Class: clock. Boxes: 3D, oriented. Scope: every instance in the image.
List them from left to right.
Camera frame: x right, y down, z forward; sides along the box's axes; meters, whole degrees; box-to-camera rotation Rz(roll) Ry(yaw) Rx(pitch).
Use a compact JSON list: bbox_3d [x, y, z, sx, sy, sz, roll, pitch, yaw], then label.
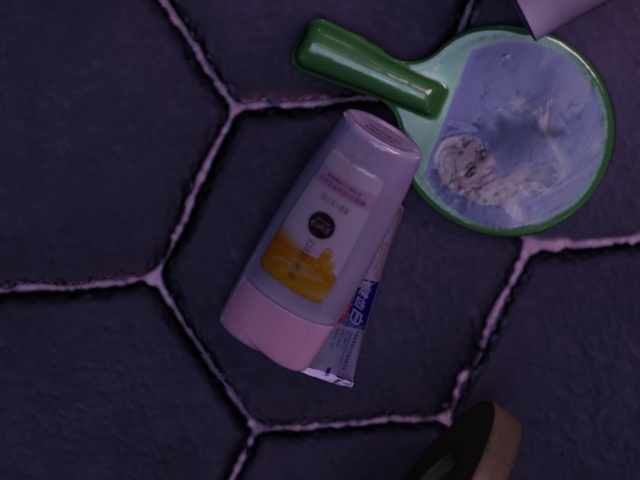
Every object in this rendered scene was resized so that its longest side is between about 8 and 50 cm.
[{"bbox_3d":[0.071,0.220,1.449,0.029,0.235,0.235,35,99,-4],"label":"clock"}]

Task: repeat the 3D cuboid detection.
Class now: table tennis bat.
[{"bbox_3d":[0.099,-0.100,1.489,0.257,0.039,0.160,23,101,-6],"label":"table tennis bat"}]

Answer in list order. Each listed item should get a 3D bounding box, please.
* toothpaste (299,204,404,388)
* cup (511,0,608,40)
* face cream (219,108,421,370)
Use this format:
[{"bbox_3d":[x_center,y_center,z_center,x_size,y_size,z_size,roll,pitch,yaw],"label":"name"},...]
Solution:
[{"bbox_3d":[0.030,0.032,1.518,0.045,0.028,0.169,18,103,-6],"label":"toothpaste"},{"bbox_3d":[0.178,-0.233,1.428,0.133,0.099,0.136,-28,100,7],"label":"cup"},{"bbox_3d":[0.000,0.000,1.481,0.084,0.057,0.198,32,110,7],"label":"face cream"}]
